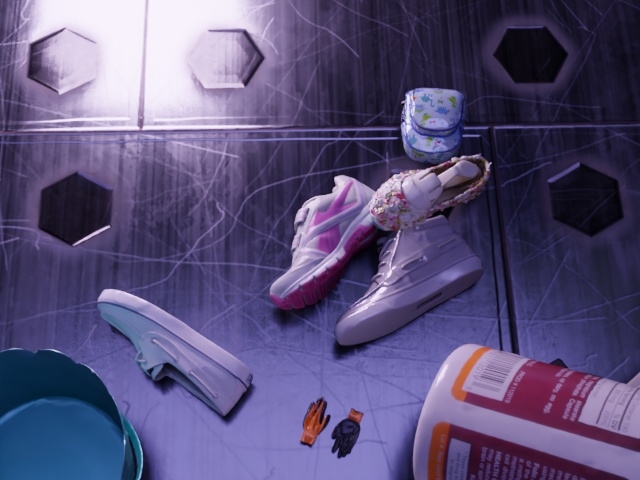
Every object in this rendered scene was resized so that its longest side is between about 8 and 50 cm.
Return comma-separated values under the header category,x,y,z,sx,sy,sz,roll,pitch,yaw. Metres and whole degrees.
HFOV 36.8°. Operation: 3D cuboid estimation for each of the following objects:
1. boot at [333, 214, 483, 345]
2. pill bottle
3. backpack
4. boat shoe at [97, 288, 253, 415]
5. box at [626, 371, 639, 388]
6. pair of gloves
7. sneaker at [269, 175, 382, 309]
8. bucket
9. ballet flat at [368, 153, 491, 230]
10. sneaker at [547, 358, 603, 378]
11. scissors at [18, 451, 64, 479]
category,x,y,z,sx,sy,sz,roll,pitch,yaw
boot,0.111,0.055,1.449,0.258,0.095,0.123,-24,64,-20
pill bottle,0.335,0.280,1.196,0.392,0.224,0.224,13,66,29
backpack,0.181,-0.186,1.545,0.105,0.084,0.114,4,70,3
boat shoe,-0.225,0.161,1.386,0.258,0.095,0.084,28,66,11
box,0.502,0.207,1.363,0.275,0.113,0.094,-38,71,-11
pair of gloves,0.016,0.270,1.392,0.083,0.010,0.074,20,67,4
sneaker,0.000,0.000,1.461,0.111,0.103,0.252,37,63,14
bucket,-0.373,0.294,1.261,0.281,0.183,0.281,1,67,-2
ballet flat,0.171,-0.084,1.456,0.241,0.077,0.091,-25,78,-40
sneaker,0.334,0.234,1.392,0.170,0.051,0.089,-32,68,-17
scissors,-0.321,0.403,1.327,0.297,0.021,0.109,32,68,10
